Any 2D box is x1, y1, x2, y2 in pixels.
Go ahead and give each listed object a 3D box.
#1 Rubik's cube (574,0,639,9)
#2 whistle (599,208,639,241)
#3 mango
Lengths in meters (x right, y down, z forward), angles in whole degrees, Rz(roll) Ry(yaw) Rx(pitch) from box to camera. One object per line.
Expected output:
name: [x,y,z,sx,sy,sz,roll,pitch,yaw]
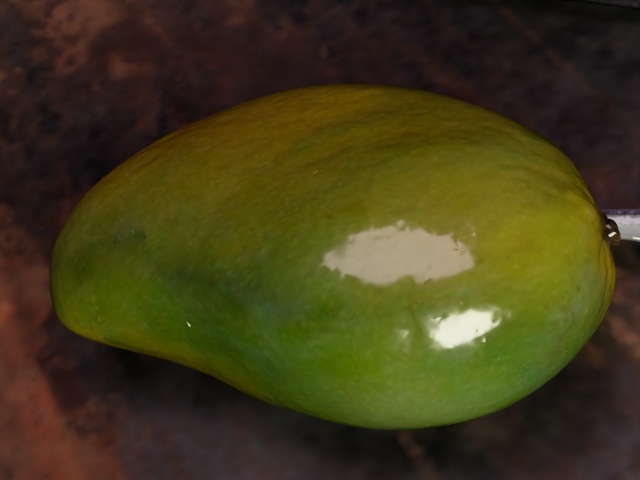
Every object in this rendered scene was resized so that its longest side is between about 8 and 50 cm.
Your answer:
Rubik's cube: [0.195,-0.278,0.521,0.305,0.304,0.301,15,56,28]
whistle: [0.127,-0.005,0.492,0.083,0.029,0.033,3,14,15]
mango: [0.003,-0.002,0.491,0.191,0.085,0.122,16,60,29]
